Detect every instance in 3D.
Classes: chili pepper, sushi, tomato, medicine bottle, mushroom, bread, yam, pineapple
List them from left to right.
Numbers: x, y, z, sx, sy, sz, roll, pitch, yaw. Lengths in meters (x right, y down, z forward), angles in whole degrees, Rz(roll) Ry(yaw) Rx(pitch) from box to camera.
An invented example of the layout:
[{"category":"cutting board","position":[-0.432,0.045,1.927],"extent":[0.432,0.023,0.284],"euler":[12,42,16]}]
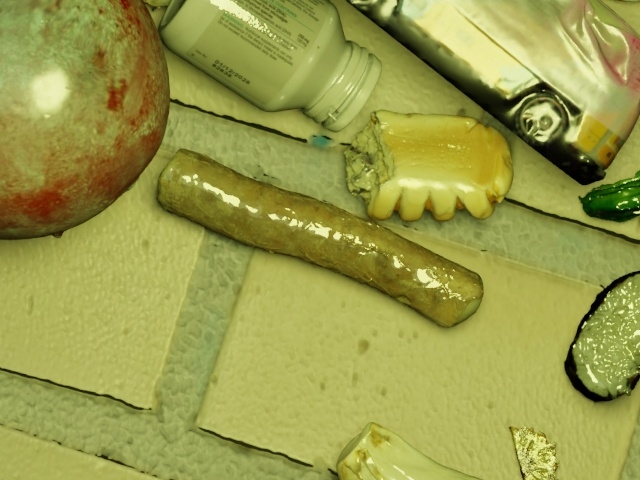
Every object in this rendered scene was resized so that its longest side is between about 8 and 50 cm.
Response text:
[{"category":"tomato","position":[-0.307,-0.154,1.709],"extent":[0.316,0.282,0.317],"euler":[-3,63,5]},{"category":"medicine bottle","position":[-0.048,-0.206,1.780],"extent":[0.215,0.135,0.135],"euler":[32,83,-16]},{"category":"yam","position":[0.000,0.000,1.796],"extent":[0.356,0.081,0.081],"euler":[24,83,0]},{"category":"bread","position":[0.113,-0.073,1.796],"extent":[0.177,0.084,0.119],"euler":[3,59,-2]},{"category":"mushroom","position":[0.182,0.285,1.755],"extent":[0.351,0.095,0.123],"euler":[18,103,-3]},{"category":"pineapple","position":[0.228,0.231,1.803],"extent":[0.045,0.019,0.083],"euler":[-11,81,0]},{"category":"sushi","position":[0.316,0.097,1.792],"extent":[0.090,0.078,0.150],"euler":[34,84,9]},{"category":"chili pepper","position":[0.389,-0.128,1.826],"extent":[0.122,0.065,0.279],"euler":[28,88,-4]}]

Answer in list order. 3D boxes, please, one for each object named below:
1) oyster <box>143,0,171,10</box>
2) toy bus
[{"category":"oyster","position":[-0.127,-0.303,1.838],"extent":[0.177,0.056,0.105],"euler":[-7,95,-2]},{"category":"toy bus","position":[0.177,-0.232,1.768],"extent":[0.386,0.171,0.162],"euler":[39,98,2]}]
